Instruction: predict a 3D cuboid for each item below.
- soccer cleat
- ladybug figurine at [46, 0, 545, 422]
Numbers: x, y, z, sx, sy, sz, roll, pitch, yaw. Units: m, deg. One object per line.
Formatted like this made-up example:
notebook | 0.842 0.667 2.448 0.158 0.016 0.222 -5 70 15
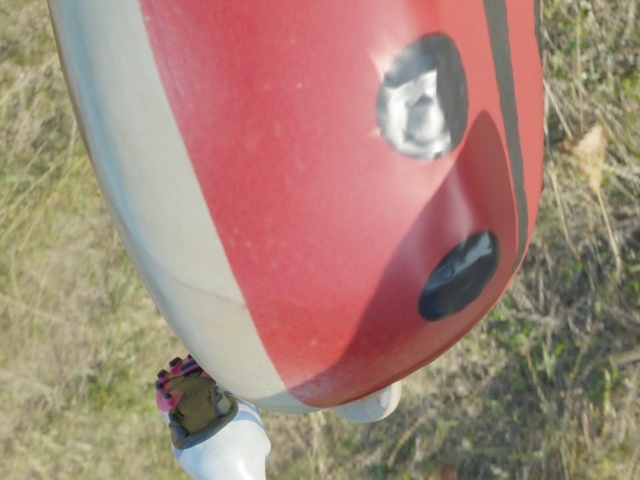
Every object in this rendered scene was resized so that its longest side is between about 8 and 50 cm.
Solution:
soccer cleat | -0.123 0.222 1.595 0.116 0.331 0.143 -28 104 1
ladybug figurine | 0.006 -0.121 0.641 0.162 0.305 0.449 -2 111 26
